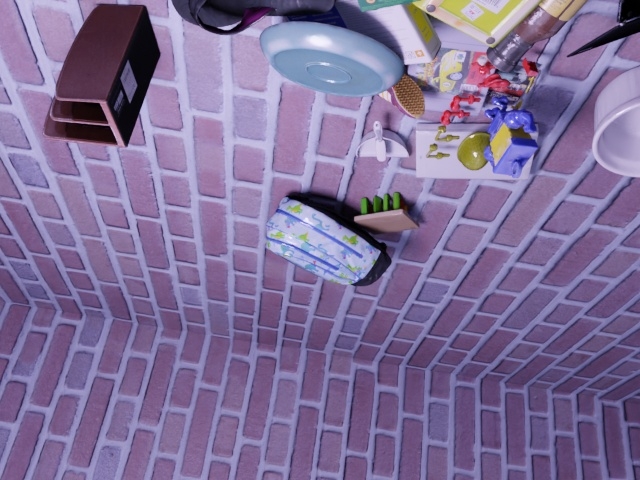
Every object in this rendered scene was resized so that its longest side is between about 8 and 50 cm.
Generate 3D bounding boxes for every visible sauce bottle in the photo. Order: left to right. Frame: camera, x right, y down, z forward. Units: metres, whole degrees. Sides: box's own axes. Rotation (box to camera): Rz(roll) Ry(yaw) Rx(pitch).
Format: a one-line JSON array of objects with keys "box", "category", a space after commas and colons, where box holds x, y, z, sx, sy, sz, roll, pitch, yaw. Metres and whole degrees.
[{"box": [0.449, -0.471, 1.228, 0.111, 0.111, 0.344, 20, 139, -19], "category": "sauce bottle"}]

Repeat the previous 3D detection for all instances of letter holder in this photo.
[{"box": [-0.522, -0.383, 1.459, 0.214, 0.302, 0.152, 6, 149, 5], "category": "letter holder"}]

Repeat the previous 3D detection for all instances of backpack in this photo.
[{"box": [0.000, 0.000, 2.022, 0.355, 0.273, 0.290, 46, 175, -27], "category": "backpack"}]

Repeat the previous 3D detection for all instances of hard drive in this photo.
[{"box": [0.414, -0.238, 1.728, 0.307, 0.040, 0.203, 3, 149, 11], "category": "hard drive"}]

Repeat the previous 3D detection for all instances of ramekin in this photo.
[{"box": [0.772, -0.280, 1.477, 0.277, 0.135, 0.277, 7, 149, 4], "category": "ramekin"}]

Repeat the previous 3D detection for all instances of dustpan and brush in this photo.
[{"box": [0.161, -0.268, 1.718, 0.147, 0.060, 0.211, 2, 149, 11], "category": "dustpan and brush"}]

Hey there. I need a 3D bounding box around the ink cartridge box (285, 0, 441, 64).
[{"box": [0.049, -0.480, 1.294, 0.303, 0.072, 0.307, 10, 151, 42], "category": "ink cartridge box"}]

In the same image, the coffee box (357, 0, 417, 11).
[{"box": [0.100, -0.463, 1.062, 0.113, 0.040, 0.184, -5, 159, 17], "category": "coffee box"}]

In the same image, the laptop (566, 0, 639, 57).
[{"box": [0.605, -0.482, 1.189, 0.234, 0.136, 0.264, -22, 127, -13], "category": "laptop"}]

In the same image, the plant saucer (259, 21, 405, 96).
[{"box": [0.020, -0.373, 1.366, 0.317, 0.044, 0.317, 13, 175, 1], "category": "plant saucer"}]

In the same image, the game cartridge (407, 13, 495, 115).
[{"box": [0.301, -0.404, 1.471, 0.196, 0.060, 0.294, 10, 149, 5], "category": "game cartridge"}]

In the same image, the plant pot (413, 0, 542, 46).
[{"box": [0.300, -0.504, 1.154, 0.228, 0.207, 0.227, 22, 147, -19], "category": "plant pot"}]

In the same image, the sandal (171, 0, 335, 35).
[{"box": [-0.168, -0.492, 1.287, 0.446, 0.107, 0.167, 8, 151, 39], "category": "sandal"}]

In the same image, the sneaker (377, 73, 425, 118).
[{"box": [0.174, -0.356, 1.508, 0.185, 0.069, 0.084, 51, 168, 4], "category": "sneaker"}]

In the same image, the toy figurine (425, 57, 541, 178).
[{"box": [0.401, -0.219, 1.497, 0.191, 0.217, 0.362, -1, 148, -16], "category": "toy figurine"}]

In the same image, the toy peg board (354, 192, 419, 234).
[{"box": [0.210, -0.086, 2.014, 0.161, 0.079, 0.160, -8, 161, 26], "category": "toy peg board"}]

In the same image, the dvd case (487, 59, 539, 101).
[{"box": [0.449, -0.379, 1.510, 0.087, 0.013, 0.119, 10, 150, -3], "category": "dvd case"}]
